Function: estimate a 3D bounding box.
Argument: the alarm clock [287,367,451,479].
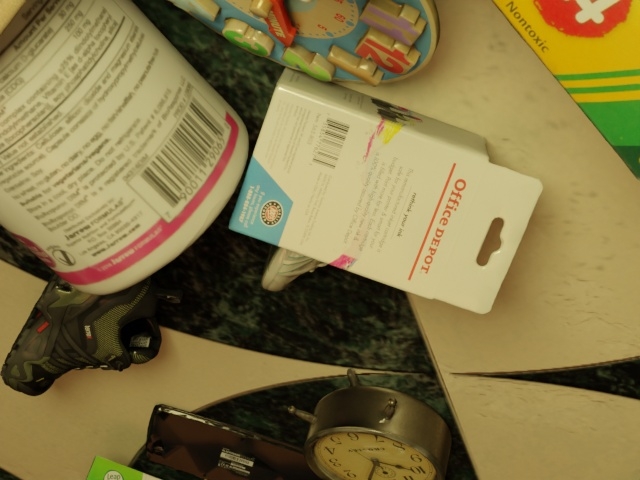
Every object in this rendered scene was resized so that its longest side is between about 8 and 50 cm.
[{"bbox_3d":[0.062,0.196,1.107,0.129,0.064,0.192,-8,133,29],"label":"alarm clock"}]

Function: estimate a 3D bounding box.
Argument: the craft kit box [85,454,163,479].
[{"bbox_3d":[-0.154,0.330,1.331,0.246,0.061,0.250,20,153,-8],"label":"craft kit box"}]

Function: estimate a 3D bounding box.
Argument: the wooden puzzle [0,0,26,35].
[{"bbox_3d":[-0.240,-0.181,0.590,0.221,0.044,0.239,37,102,-17],"label":"wooden puzzle"}]

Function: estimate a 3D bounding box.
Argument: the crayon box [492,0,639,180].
[{"bbox_3d":[0.206,-0.184,0.517,0.202,0.081,0.318,49,135,-5],"label":"crayon box"}]

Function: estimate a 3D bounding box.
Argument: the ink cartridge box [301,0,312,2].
[{"bbox_3d":[0.041,-0.231,0.506,0.092,0.160,0.219,33,139,-19],"label":"ink cartridge box"}]

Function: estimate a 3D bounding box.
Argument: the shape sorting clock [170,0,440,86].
[{"bbox_3d":[-0.029,-0.148,0.692,0.206,0.040,0.206,19,164,6],"label":"shape sorting clock"}]

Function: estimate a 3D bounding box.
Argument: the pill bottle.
[{"bbox_3d":[-0.189,-0.111,0.740,0.160,0.160,0.283,-18,127,37],"label":"pill bottle"}]

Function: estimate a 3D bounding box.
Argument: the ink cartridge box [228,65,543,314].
[{"bbox_3d":[0.043,-0.032,0.797,0.181,0.061,0.104,20,110,-2],"label":"ink cartridge box"}]

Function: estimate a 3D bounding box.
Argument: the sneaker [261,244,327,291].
[{"bbox_3d":[0.000,0.000,0.897,0.061,0.054,0.152,23,142,-12],"label":"sneaker"}]

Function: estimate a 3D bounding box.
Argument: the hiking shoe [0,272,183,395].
[{"bbox_3d":[-0.203,0.090,1.059,0.114,0.086,0.227,29,140,-10],"label":"hiking shoe"}]

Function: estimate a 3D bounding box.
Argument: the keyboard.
[{"bbox_3d":[-0.085,0.223,1.236,0.192,0.038,0.100,19,119,0],"label":"keyboard"}]
